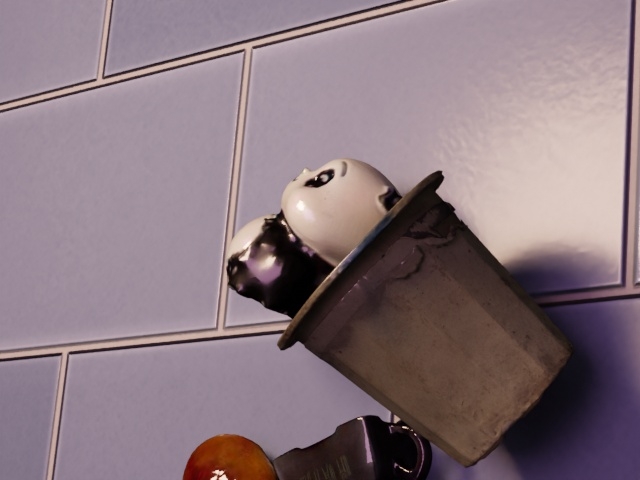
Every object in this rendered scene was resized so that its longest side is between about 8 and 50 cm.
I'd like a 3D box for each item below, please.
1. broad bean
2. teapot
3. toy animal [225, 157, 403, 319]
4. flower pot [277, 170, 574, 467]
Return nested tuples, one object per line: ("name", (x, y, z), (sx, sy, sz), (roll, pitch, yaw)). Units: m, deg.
("broad bean", (-0.088, 0.269, 1.659), (0.114, 0.084, 0.165), (-17, 57, 19))
("teapot", (0.034, 0.231, 1.559), (0.177, 0.087, 0.096), (-30, 62, 31))
("toy animal", (0.000, 0.000, 1.632), (0.179, 0.138, 0.166), (-51, 5, 5))
("flower pot", (0.105, 0.077, 1.460), (0.202, 0.212, 0.212), (41, 107, 3))
